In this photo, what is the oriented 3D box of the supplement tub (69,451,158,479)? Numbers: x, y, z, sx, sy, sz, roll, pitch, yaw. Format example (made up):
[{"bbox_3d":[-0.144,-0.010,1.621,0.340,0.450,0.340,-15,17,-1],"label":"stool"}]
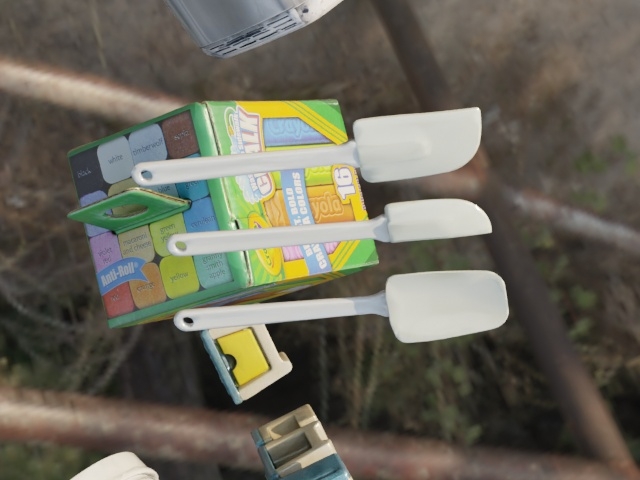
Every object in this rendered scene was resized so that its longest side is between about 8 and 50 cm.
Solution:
[{"bbox_3d":[-0.087,0.236,0.890,0.144,0.200,0.144,-42,163,-16],"label":"supplement tub"}]

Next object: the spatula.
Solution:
[{"bbox_3d":[0.000,0.000,1.045,0.242,0.019,0.168,-6,119,11],"label":"spatula"}]

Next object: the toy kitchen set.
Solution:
[{"bbox_3d":[-0.065,0.170,1.399,0.122,0.207,0.166,-26,104,-5],"label":"toy kitchen set"}]

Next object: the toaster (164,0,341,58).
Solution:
[{"bbox_3d":[-0.059,-0.260,1.363,0.227,0.146,0.129,-14,-157,48],"label":"toaster"}]

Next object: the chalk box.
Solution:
[{"bbox_3d":[-0.108,-0.026,1.446,0.180,0.179,0.289,-17,176,35],"label":"chalk box"}]
